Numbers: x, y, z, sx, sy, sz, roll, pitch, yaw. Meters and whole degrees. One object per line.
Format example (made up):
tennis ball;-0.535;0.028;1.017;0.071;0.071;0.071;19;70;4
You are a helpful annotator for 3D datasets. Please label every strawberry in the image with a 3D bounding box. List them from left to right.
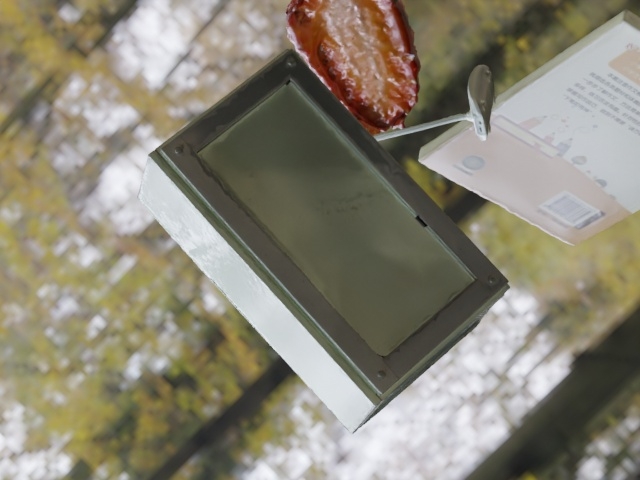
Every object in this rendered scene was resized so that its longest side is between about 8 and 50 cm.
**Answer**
strawberry;0.033;-0.198;1.888;0.082;0.121;0.188;-106;-3;-60

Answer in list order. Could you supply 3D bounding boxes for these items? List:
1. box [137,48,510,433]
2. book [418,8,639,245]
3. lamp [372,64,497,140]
box;0.000;0.000;1.280;0.225;0.129;0.086;47;158;8
book;0.261;-0.096;1.774;0.208;0.295;0.020;28;-127;-25
lamp;0.039;-0.088;1.462;0.056;0.198;0.050;-88;-18;-44
